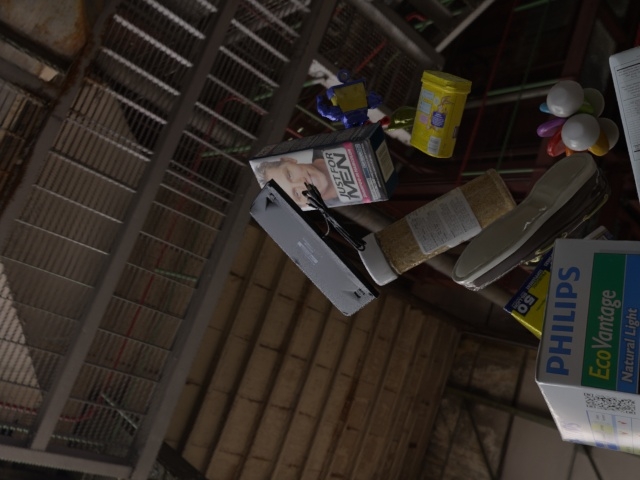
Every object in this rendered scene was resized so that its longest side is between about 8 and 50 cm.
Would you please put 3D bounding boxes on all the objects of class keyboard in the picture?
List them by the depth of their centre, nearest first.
[{"bbox_3d":[0.000,0.000,1.128,0.317,0.201,0.033,47,-131,0],"label":"keyboard"}]

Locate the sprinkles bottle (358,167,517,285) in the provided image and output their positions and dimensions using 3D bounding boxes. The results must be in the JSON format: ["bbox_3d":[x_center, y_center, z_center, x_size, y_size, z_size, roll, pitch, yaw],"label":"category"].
[{"bbox_3d":[0.261,-0.028,1.294,0.355,0.121,0.121,-29,-64,12],"label":"sprinkles bottle"}]

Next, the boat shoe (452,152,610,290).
[{"bbox_3d":[0.386,-0.015,1.038,0.324,0.116,0.097,-45,-69,6],"label":"boat shoe"}]

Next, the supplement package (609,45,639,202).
[{"bbox_3d":[0.440,-0.123,0.639,0.194,0.149,0.203,-11,-91,-52],"label":"supplement package"}]

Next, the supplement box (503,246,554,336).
[{"bbox_3d":[0.617,0.191,1.214,0.195,0.356,0.194,35,-88,-39],"label":"supplement box"}]

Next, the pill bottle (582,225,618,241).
[{"bbox_3d":[0.733,0.054,1.436,0.094,0.094,0.169,-26,-108,-32],"label":"pill bottle"}]

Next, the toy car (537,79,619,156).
[{"bbox_3d":[0.540,-0.249,1.226,0.159,0.136,0.182,-3,-110,-42],"label":"toy car"}]

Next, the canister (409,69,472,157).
[{"bbox_3d":[0.267,-0.285,1.281,0.073,0.126,0.169,-3,-62,-25],"label":"canister"}]

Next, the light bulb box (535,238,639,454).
[{"bbox_3d":[0.533,0.180,0.818,0.358,0.361,0.225,49,-129,-49],"label":"light bulb box"}]

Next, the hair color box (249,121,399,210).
[{"bbox_3d":[0.007,-0.178,1.457,0.105,0.347,0.173,-55,-49,-48],"label":"hair color box"}]

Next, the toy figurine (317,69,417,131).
[{"bbox_3d":[0.122,-0.400,1.621,0.363,0.191,0.217,-17,-93,-9],"label":"toy figurine"}]
